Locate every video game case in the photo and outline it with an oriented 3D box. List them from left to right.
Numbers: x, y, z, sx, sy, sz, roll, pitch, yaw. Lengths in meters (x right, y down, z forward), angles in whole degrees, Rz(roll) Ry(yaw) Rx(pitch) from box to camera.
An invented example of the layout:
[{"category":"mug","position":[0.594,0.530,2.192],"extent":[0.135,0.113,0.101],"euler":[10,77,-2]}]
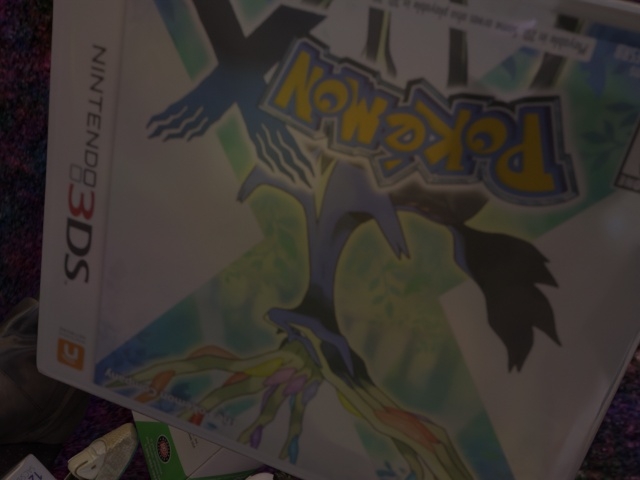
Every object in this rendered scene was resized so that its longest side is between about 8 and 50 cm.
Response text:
[{"category":"video game case","position":[0.000,0.000,0.377],"extent":[0.329,0.300,0.036],"euler":[18,25,11]}]

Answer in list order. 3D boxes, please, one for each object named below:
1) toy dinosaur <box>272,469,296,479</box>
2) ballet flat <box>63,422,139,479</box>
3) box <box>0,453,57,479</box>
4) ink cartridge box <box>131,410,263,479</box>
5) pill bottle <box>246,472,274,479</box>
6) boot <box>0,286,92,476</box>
[{"category":"toy dinosaur","position":[-0.070,0.244,0.501],"extent":[0.218,0.322,0.164],"euler":[40,68,-49]},{"category":"ballet flat","position":[-0.264,0.268,0.768],"extent":[0.168,0.057,0.052],"euler":[-55,133,-14]},{"category":"box","position":[-0.152,0.243,0.387],"extent":[0.203,0.103,0.114],"euler":[50,23,-4]},{"category":"ink cartridge box","position":[-0.099,0.143,0.839],"extent":[0.121,0.289,0.211],"euler":[12,43,-46]},{"category":"pill bottle","position":[-0.086,0.510,1.233],"extent":[0.264,0.146,0.146],"euler":[40,53,23]},{"category":"boot","position":[-0.249,0.077,0.574],"extent":[0.118,0.338,0.222],"euler":[37,81,11]}]
